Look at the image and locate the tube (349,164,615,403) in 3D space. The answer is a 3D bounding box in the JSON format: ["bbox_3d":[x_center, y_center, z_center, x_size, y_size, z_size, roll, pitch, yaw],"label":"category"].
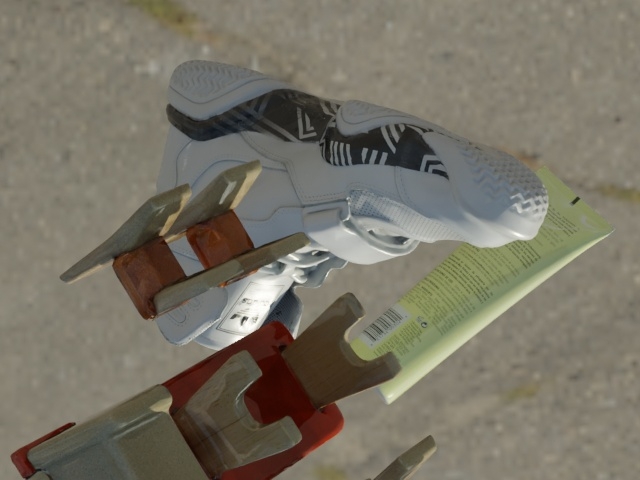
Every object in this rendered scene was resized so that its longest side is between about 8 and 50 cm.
[{"bbox_3d":[0.128,0.039,1.588,0.240,0.070,0.062,-41,-172,-8],"label":"tube"}]

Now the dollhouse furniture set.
[{"bbox_3d":[-0.070,0.117,1.104,0.135,0.262,0.259,-35,175,34],"label":"dollhouse furniture set"}]

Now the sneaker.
[{"bbox_3d":[0.000,0.000,1.399,0.366,0.210,0.137,20,-177,44],"label":"sneaker"}]
